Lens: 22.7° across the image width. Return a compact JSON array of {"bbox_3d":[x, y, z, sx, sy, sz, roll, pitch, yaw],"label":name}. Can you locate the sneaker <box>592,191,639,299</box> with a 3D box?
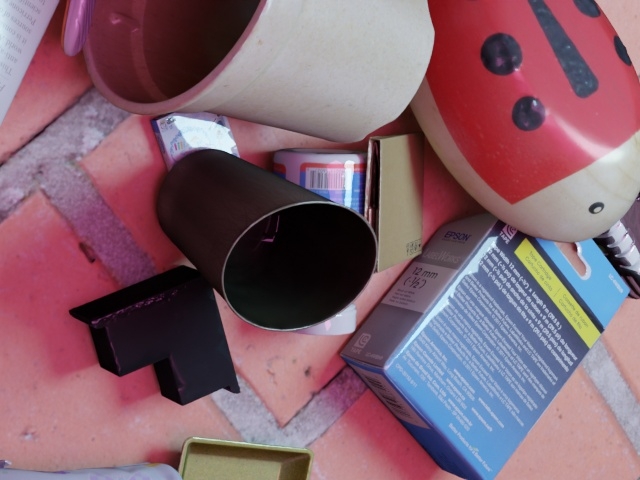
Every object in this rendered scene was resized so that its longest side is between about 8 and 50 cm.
[{"bbox_3d":[0.415,-0.061,2.225,0.162,0.106,0.281,-54,126,-25],"label":"sneaker"}]

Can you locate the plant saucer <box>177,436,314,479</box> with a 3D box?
[{"bbox_3d":[-0.113,0.338,1.976,0.188,0.045,0.188,11,91,-33],"label":"plant saucer"}]

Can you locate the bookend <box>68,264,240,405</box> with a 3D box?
[{"bbox_3d":[-0.194,0.131,1.883,0.156,0.072,0.157,-23,109,-26],"label":"bookend"}]

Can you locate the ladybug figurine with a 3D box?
[{"bbox_3d":[0.264,-0.210,2.005,0.305,0.162,0.449,-37,94,-27],"label":"ladybug figurine"}]

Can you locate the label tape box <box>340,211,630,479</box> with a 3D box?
[{"bbox_3d":[0.224,0.110,2.114,0.347,0.115,0.249,-51,119,-19],"label":"label tape box"}]

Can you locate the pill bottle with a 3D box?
[{"bbox_3d":[0.000,0.000,1.953,0.124,0.124,0.221,-2,99,-31],"label":"pill bottle"}]

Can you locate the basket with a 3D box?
[{"bbox_3d":[-0.079,-0.011,1.829,0.204,0.227,0.154,-3,113,-34],"label":"basket"}]

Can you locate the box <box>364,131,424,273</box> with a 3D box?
[{"bbox_3d":[0.094,-0.052,1.992,0.201,0.021,0.164,-18,111,-69],"label":"box"}]

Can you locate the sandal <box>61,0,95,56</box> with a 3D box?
[{"bbox_3d":[-0.274,-0.338,1.751,0.076,0.102,0.265,12,82,-3],"label":"sandal"}]

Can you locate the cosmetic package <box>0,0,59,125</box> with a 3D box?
[{"bbox_3d":[-0.380,-0.307,1.602,0.230,0.161,0.453,38,71,-51],"label":"cosmetic package"}]

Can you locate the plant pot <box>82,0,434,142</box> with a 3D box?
[{"bbox_3d":[-0.047,-0.257,1.800,0.305,0.334,0.334,20,86,-42],"label":"plant pot"}]

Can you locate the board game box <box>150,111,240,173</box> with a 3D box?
[{"bbox_3d":[-0.149,-0.120,1.906,0.090,0.020,0.090,-27,110,-26],"label":"board game box"}]

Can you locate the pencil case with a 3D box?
[{"bbox_3d":[-0.289,0.312,1.827,0.273,0.124,0.113,7,130,-31],"label":"pencil case"}]
